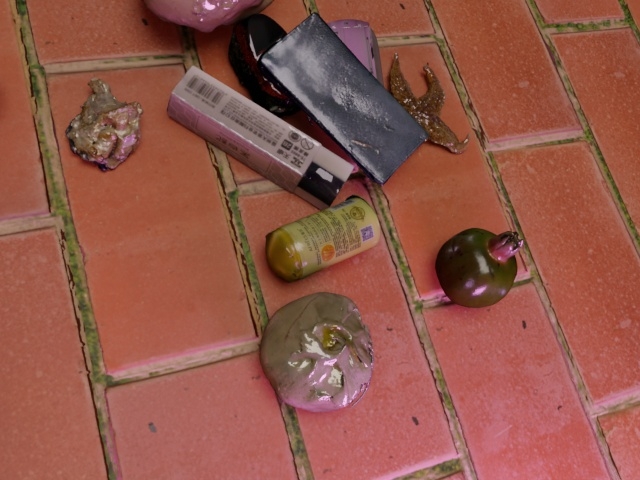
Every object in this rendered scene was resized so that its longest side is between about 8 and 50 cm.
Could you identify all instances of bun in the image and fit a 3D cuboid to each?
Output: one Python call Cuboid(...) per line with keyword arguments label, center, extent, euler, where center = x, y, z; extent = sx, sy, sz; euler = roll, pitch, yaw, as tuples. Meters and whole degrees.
Cuboid(label="bun", center=(0.003, 0.214, 1.297), extent=(0.239, 0.141, 0.239), euler=(8, 66, -18))
Cuboid(label="bun", center=(-0.240, -0.592, 1.475), extent=(0.326, 0.234, 0.362), euler=(7, 55, 21))

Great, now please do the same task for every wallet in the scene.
Cuboid(label="wallet", center=(0.053, -0.305, 1.458), extent=(0.379, 0.046, 0.191), euler=(46, 68, -5))

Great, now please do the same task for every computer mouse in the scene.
Cuboid(label="computer mouse", center=(0.071, -0.374, 1.576), extent=(0.158, 0.072, 0.310), euler=(-4, 70, -3))

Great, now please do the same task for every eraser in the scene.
Cuboid(label="eraser", center=(-0.128, -0.216, 1.449), extent=(0.404, 0.096, 0.098), euler=(32, 62, -4))

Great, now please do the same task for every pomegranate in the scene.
Cuboid(label="pomegranate", center=(0.348, 0.048, 1.436), extent=(0.180, 0.210, 0.180), euler=(16, 56, -26))

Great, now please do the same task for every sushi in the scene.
Cuboid(label="sushi", center=(-0.114, -0.386, 1.508), extent=(0.136, 0.126, 0.225), euler=(-28, 86, -26))

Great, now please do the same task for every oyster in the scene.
Cuboid(label="oyster", center=(-0.442, -0.246, 1.372), extent=(0.163, 0.081, 0.191), euler=(-25, 75, -20))

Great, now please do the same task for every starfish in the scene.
Cuboid(label="starfish", center=(0.212, -0.300, 1.612), extent=(0.302, 0.060, 0.299), euler=(-37, 86, -25))

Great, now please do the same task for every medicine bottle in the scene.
Cuboid(label="medicine bottle", center=(0.000, 0.000, 1.394), extent=(0.239, 0.124, 0.124), euler=(-24, 78, -24))
